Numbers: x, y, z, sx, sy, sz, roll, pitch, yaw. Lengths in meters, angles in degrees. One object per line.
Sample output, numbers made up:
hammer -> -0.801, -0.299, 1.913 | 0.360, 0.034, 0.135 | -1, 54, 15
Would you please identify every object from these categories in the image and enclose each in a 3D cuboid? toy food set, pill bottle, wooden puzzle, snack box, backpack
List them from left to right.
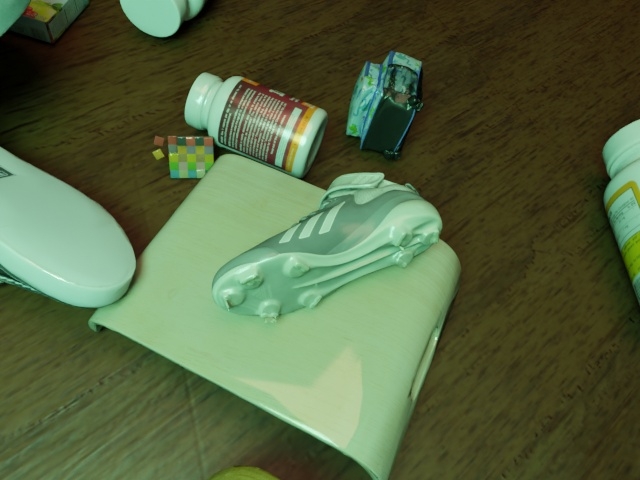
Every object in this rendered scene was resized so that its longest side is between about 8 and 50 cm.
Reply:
snack box -> -0.398, -0.323, 0.673 | 0.141, 0.037, 0.100 | 17, 56, 0
pill bottle -> -0.199, -0.369, 0.696 | 0.107, 0.108, 0.180 | 16, 57, -1
wooden puzzle -> -0.147, -0.094, 0.577 | 0.083, 0.050, 0.006 | -2, 31, -11
pill bottle -> -0.075, -0.138, 0.593 | 0.151, 0.086, 0.086 | 23, 58, 3
toy food set -> -0.036, 0.058, 0.494 | 0.305, 0.092, 0.220 | 23, 58, 13
backpack -> 0.082, -0.177, 0.636 | 0.084, 0.105, 0.114 | 19, 53, 0
pill bottle -> 0.415, -0.020, 0.584 | 0.136, 0.136, 0.246 | 4, 59, -8

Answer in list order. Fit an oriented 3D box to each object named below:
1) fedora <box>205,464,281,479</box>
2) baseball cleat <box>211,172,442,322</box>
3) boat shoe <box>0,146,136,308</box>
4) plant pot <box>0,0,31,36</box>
fedora -> -0.025, 0.254, 0.351 | 0.079, 0.194, 0.195 | 11, 49, -49
baseball cleat -> 0.000, 0.000, 0.448 | 0.205, 0.072, 0.109 | -15, 42, -14
boat shoe -> -0.300, -0.010, 0.467 | 0.301, 0.102, 0.108 | 30, 25, 12
plant pot -> -0.452, -0.247, 0.454 | 0.292, 0.196, 0.293 | -12, 49, 14
